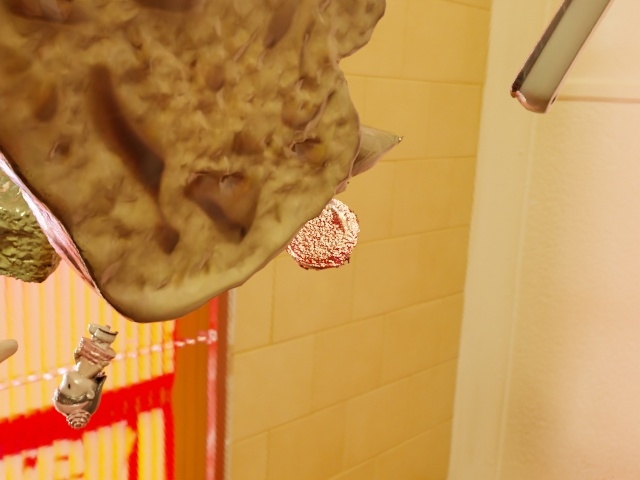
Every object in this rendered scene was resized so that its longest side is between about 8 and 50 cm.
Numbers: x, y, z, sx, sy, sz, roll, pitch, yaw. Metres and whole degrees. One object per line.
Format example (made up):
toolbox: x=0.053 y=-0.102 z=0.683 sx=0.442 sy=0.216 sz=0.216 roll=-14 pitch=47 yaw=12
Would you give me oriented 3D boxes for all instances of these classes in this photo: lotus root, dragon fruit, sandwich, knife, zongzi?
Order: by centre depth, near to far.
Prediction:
lotus root: x=-0.102 y=-0.132 z=0.477 sx=0.250 sy=0.316 sz=0.316 roll=26 pitch=-66 yaw=44
knife: x=0.263 y=-0.239 z=0.683 sx=0.041 sy=0.073 sz=0.265 roll=36 pitch=-67 yaw=20
zongzi: x=0.034 y=-0.157 z=1.066 sx=0.099 sy=0.197 sz=0.194 roll=57 pitch=-10 yaw=28
sandwich: x=-0.471 y=-0.080 z=1.136 sx=0.262 sy=0.325 sz=0.131 roll=26 pitch=-56 yaw=6
dragon fruit: x=0.000 y=0.000 z=1.434 sx=0.153 sy=0.153 sz=0.111 roll=57 pitch=-9 yaw=21

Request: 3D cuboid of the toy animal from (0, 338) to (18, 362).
toy animal: x=-0.442 y=0.118 z=0.707 sx=0.250 sy=0.154 sz=0.166 roll=15 pitch=-111 yaw=31

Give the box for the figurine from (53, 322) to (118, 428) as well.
figurine: x=-0.296 y=0.173 z=0.952 sx=0.072 sy=0.054 sz=0.129 roll=22 pitch=-96 yaw=39
